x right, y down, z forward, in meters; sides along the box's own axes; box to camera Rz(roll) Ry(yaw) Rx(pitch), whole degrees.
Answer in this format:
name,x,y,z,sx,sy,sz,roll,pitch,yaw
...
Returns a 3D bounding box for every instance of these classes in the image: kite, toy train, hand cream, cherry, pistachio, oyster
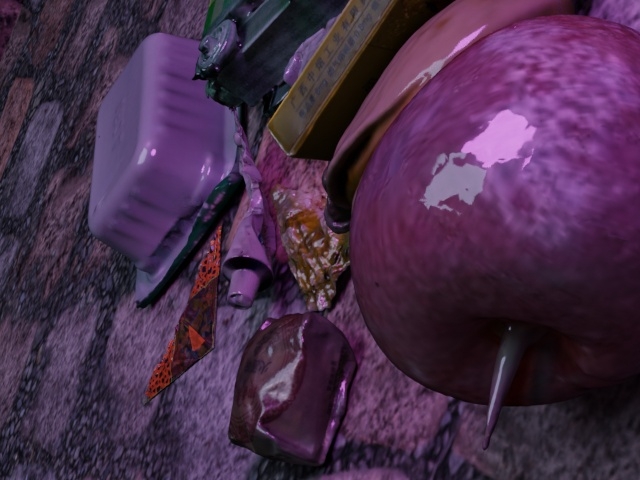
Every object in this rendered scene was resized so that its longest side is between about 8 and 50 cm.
name,x,y,z,sx,sy,sz,roll,pitch,yaw
kite,-0.132,0.095,1.564,0.222,0.008,0.125,-67,27,4
toy train,-0.024,-0.258,1.498,0.301,0.120,0.202,-40,33,47
hand cream,-0.073,-0.029,1.461,0.257,0.050,0.084,-93,-8,-50
cherry,0.124,-0.010,0.871,0.236,0.213,0.285,-17,45,50
pistachio,0.098,-0.087,1.057,0.238,0.153,0.138,-51,52,28
oyster,0.000,0.000,1.339,0.121,0.045,0.146,-22,50,40

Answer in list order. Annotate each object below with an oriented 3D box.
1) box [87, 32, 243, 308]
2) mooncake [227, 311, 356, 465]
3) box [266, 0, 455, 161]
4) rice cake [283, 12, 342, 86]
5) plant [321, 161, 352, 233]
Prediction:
name,x,y,z,sx,sy,sz,roll,pitch,yaw
box,-0.195,-0.114,1.746,0.264,0.106,0.337,-49,31,36
mooncake,-0.031,0.122,1.252,0.125,0.073,0.130,-2,66,66
box,0.104,-0.184,1.109,0.043,0.173,0.311,54,124,30
rice cake,0.074,-0.201,1.299,0.336,0.066,0.063,-30,36,51
plant,0.042,-0.087,1.275,0.085,0.087,0.174,93,-170,-62
